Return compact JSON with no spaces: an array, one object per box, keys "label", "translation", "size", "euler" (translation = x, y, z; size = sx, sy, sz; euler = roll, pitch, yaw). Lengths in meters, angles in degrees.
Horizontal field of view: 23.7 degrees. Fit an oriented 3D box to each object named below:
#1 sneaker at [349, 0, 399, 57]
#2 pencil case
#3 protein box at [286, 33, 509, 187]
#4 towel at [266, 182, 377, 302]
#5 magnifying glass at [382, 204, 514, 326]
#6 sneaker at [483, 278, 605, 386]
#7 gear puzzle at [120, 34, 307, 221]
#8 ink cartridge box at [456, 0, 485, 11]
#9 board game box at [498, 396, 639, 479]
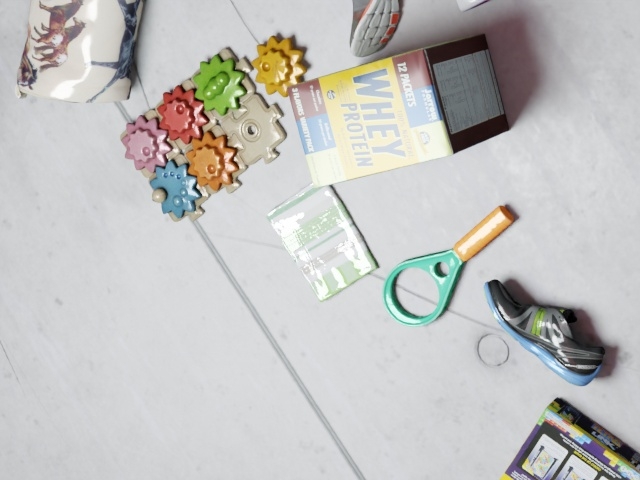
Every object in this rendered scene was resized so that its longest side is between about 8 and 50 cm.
[{"label":"sneaker","translation":[0.068,-0.322,2.026],"size":[0.065,0.061,0.157],"euler":[40,119,44]},{"label":"pencil case","translation":[-0.336,-0.382,2.150],"size":[0.184,0.160,0.410],"euler":[15,109,15]},{"label":"protein box","translation":[0.103,-0.167,1.950],"size":[0.200,0.201,0.136],"euler":[-13,96,29]},{"label":"towel","translation":[0.000,0.000,2.146],"size":[0.113,0.023,0.152],"euler":[-33,86,30]},{"label":"magnifying glass","translation":[0.172,0.033,2.064],"size":[0.231,0.026,0.092],"euler":[-43,81,28]},{"label":"sneaker","translation":[0.293,0.112,2.006],"size":[0.188,0.067,0.078],"euler":[39,95,16]},{"label":"gear puzzle","translation":[-0.144,-0.166,2.169],"size":[0.339,0.044,0.175],"euler":[-36,85,29]},{"label":"ink cartridge box","translation":[0.264,-0.426,1.861],"size":[0.311,0.065,0.185],"euler":[-23,92,41]},{"label":"board game box","translation":[0.343,0.315,2.029],"size":[0.170,0.048,0.141],"euler":[36,118,15]}]
